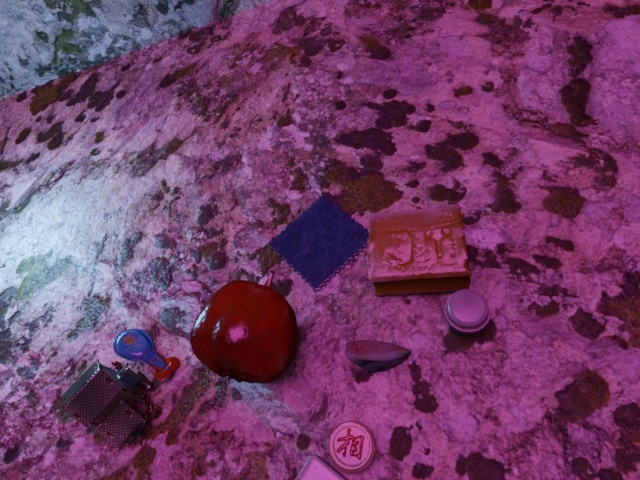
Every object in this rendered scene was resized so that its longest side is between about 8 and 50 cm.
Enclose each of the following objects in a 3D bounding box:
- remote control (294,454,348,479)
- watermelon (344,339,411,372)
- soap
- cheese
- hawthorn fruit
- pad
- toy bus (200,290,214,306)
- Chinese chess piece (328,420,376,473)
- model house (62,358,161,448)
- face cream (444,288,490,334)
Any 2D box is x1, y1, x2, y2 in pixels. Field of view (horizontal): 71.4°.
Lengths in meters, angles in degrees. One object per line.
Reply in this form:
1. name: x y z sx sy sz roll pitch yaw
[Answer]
1. remote control: 0.051 0.634 1.071 0.250 0.034 0.103 28 71 26
2. watermelon: 0.155 0.313 1.213 0.180 0.081 0.094 9 46 2
3. soap: 0.285 0.023 1.308 0.281 0.143 0.259 -8 59 16
4. cheese: -0.549 0.351 1.390 0.256 0.037 0.106 27 51 21
5. hawthorn fruit: -0.191 0.227 1.241 0.287 0.287 0.330 8 58 19
6. pad: 0.000 0.000 1.466 0.270 0.012 0.269 -44 59 -11
7. toy bus: -0.323 0.203 1.422 0.131 0.037 0.052 18 71 22
8. Chinese chess piece: 0.080 0.519 1.120 0.122 0.051 0.122 -7 60 12
9. model house: -0.606 0.432 1.263 0.271 0.206 0.178 35 75 29
10. face cream: 0.393 0.193 1.193 0.117 0.104 0.117 -6 60 11
